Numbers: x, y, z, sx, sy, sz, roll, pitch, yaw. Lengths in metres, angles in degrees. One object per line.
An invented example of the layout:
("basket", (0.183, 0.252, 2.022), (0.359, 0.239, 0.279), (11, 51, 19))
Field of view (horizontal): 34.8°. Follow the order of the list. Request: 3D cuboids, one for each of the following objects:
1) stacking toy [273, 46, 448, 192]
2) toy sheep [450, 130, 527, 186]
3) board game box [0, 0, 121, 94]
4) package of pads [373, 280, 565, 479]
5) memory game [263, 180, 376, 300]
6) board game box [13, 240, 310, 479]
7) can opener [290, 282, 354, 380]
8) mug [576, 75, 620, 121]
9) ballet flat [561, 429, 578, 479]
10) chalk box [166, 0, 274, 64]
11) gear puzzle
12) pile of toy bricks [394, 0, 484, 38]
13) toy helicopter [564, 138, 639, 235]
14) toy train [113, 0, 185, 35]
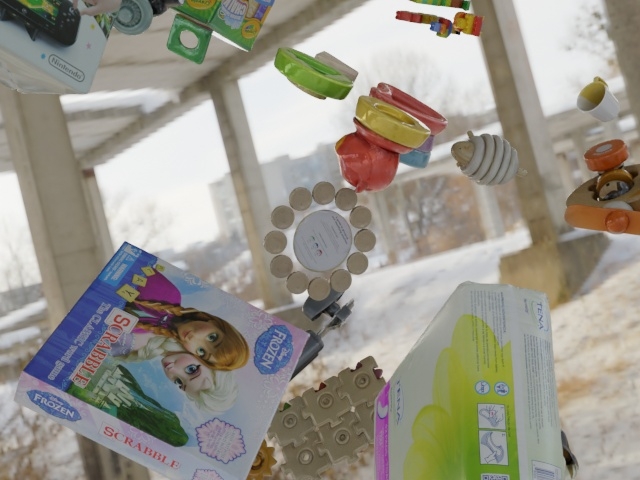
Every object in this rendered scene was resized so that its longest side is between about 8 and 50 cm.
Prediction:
("stacking toy", (0.049, -0.190, 1.646), (0.130, 0.279, 0.309), (-63, -13, 17))
("toy sheep", (0.264, -0.125, 1.590), (0.132, 0.091, 0.091), (13, -10, -13))
("board game box", (-0.237, -0.296, 0.783), (0.097, 0.303, 0.224), (8, -14, 36))
("package of pads", (0.135, 0.199, 0.991), (0.101, 0.229, 0.296), (10, -34, -11))
("memory game", (0.000, 0.000, 1.565), (0.186, 0.186, 0.012), (-13, 15, -19))
("board game box", (-0.205, 0.173, 1.424), (0.066, 0.318, 0.318), (-63, 1, 36))
("can opener", (-0.044, 0.183, 1.882), (0.283, 0.095, 0.076), (-39, -13, -31))
("mug", (0.510, -0.251, 1.838), (0.064, 0.078, 0.062), (28, 0, -34))
("ballet flat", (0.520, 0.481, 2.214), (0.074, 0.074, 0.203), (-15, -48, 14))
("chalk box", (-0.198, -0.472, 1.873), (0.180, 0.289, 0.179), (29, 4, 22))
("gear puzzle", (-0.007, 0.370, 1.932), (0.339, 0.175, 0.044), (-30, -31, 5))
("pile of toy bricks", (0.188, -0.398, 1.688), (0.105, 0.118, 0.212), (2, 17, -21))
("toy helicopter", (0.596, -0.083, 1.824), (0.355, 0.140, 0.235), (-4, 27, 48))
("toy train", (-0.381, -0.421, 1.605), (0.334, 0.190, 0.142), (-2, 30, 14))
